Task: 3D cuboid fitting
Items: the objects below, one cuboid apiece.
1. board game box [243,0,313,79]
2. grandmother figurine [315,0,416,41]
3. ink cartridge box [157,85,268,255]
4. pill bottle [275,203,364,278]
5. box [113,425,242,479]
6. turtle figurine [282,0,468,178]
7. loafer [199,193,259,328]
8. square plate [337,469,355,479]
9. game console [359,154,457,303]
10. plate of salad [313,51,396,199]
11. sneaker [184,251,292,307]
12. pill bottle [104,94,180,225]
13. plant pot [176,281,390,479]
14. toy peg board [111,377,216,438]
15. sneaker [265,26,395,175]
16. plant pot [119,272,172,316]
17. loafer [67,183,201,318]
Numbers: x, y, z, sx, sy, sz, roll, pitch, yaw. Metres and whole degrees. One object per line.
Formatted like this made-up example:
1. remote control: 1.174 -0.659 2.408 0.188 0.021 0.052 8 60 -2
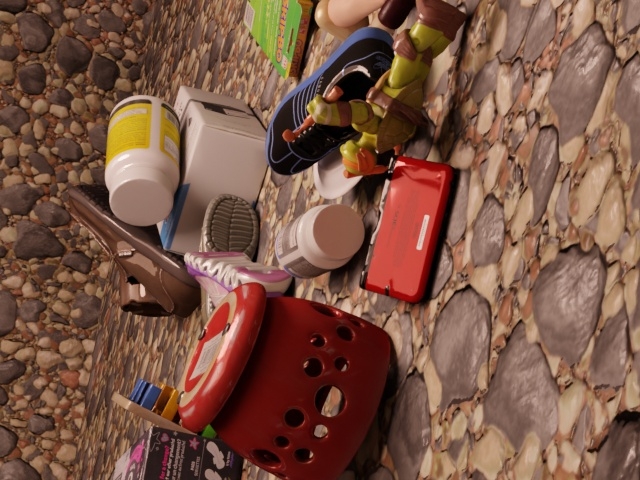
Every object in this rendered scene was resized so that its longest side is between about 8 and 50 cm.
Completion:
1. board game box: -0.068 -0.359 2.135 0.259 0.039 0.124 -118 36 -57
2. grandmother figurine: 0.088 -0.334 1.564 0.342 0.104 0.208 177 87 -70
3. ink cartridge box: -0.193 -0.117 2.265 0.307 0.129 0.223 -123 49 -68
4. pill bottle: 0.000 0.000 1.600 0.137 0.078 0.078 154 128 -69
5. box: -0.220 0.377 1.915 0.247 0.142 0.163 136 145 -61
6. turtle figurine: 0.071 -0.151 1.372 0.269 0.087 0.217 8 -68 -62
7. loafer: -0.155 0.042 2.065 0.087 0.094 0.251 133 147 -52
8. square plate: -0.059 0.443 1.480 0.347 0.049 0.344 138 143 -63
9. game console: 0.099 -0.010 1.388 0.124 0.085 0.144 14 91 43
10. plate of salad: 0.050 -0.140 1.604 0.200 0.048 0.200 -46 33 41
11. sneaker: -0.125 0.076 1.897 0.236 0.095 0.105 21 111 57
12. pill bottle: -0.284 -0.128 2.137 0.209 0.119 0.119 -96 25 -48
13. plant pot: -0.043 0.144 1.404 0.191 0.174 0.191 -56 15 23
14. toy peg board: -0.219 0.249 2.020 0.079 0.160 0.161 -62 14 -10
15. sneaker: 0.006 -0.143 1.539 0.232 0.081 0.090 -49 23 36
16. plant pot: -0.308 0.051 2.490 0.167 0.166 0.165 143 131 -66
17. loafer: -0.332 0.017 2.344 0.366 0.133 0.130 37 116 35
